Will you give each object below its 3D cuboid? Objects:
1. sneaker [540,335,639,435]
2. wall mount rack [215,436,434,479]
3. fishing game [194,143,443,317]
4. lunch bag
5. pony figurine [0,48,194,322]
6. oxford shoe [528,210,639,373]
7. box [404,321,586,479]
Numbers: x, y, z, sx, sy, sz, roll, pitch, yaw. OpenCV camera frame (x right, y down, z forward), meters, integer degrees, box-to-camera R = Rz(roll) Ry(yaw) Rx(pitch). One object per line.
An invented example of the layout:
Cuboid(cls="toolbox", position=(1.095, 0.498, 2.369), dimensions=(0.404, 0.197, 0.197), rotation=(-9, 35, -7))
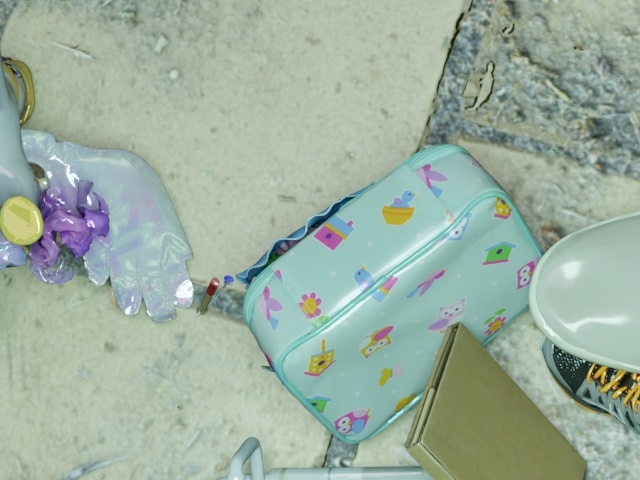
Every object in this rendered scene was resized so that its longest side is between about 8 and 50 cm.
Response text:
Cuboid(cls="sneaker", position=(0.301, 0.140, 1.824), dimensions=(0.215, 0.083, 0.084), rotation=(32, 87, 18))
Cuboid(cls="wall mount rack", position=(0.037, 0.333, 1.813), dimensions=(0.350, 0.130, 0.304), rotation=(-3, 102, 12))
Cuboid(cls="fishing game", position=(0.000, 0.000, 1.868), dimensions=(0.264, 0.189, 0.041), rotation=(-32, 84, -16))
Cuboid(cls="lunch bag", position=(0.071, 0.055, 1.822), dimensions=(0.279, 0.224, 0.108), rotation=(-38, 54, 1))
Cuboid(cls="pony figurine", position=(-0.304, -0.058, 1.891), dimensions=(0.303, 0.363, 0.351), rotation=(-14, 90, 0))
Cuboid(cls="oxford shoe", position=(0.410, 0.037, 1.742), dimensions=(0.449, 0.130, 0.169), rotation=(2, 76, 12))
Cuboid(cls="box", position=(0.164, 0.195, 1.763), dimensions=(0.021, 0.164, 0.201), rotation=(-28, 114, 35))
